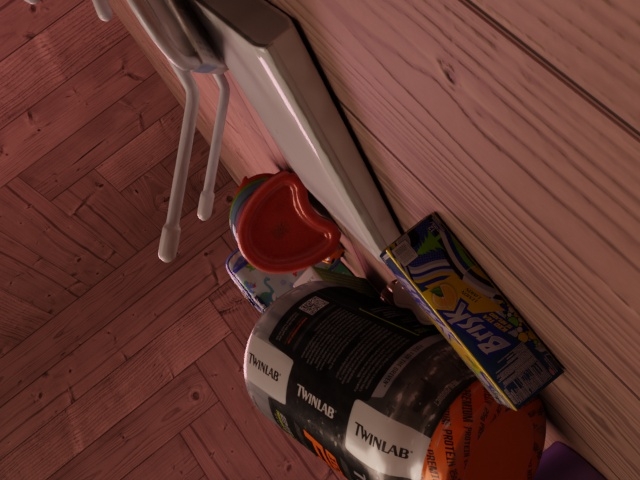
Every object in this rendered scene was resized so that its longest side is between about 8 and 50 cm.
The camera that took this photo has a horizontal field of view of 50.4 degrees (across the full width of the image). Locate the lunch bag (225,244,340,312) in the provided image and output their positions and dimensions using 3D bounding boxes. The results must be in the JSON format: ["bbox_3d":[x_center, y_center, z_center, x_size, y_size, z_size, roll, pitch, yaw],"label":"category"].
[{"bbox_3d":[-0.082,0.045,1.460,0.176,0.219,0.090,52,175,6],"label":"lunch bag"}]

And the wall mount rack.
[{"bbox_3d":[-0.163,-0.159,0.713,0.304,0.130,0.350,62,-172,-11],"label":"wall mount rack"}]

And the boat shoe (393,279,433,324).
[{"bbox_3d":[0.122,0.069,0.783,0.125,0.038,0.046,-172,85,-75],"label":"boat shoe"}]

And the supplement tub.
[{"bbox_3d":[0.076,0.185,0.808,0.338,0.207,0.207,20,152,50],"label":"supplement tub"}]

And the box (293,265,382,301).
[{"bbox_3d":[0.112,0.185,1.210,0.322,0.058,0.232,51,-163,26],"label":"box"}]

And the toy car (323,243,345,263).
[{"bbox_3d":[0.000,0.000,1.363,0.122,0.060,0.040,38,136,43],"label":"toy car"}]

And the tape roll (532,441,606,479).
[{"bbox_3d":[0.301,0.325,0.758,0.189,0.080,0.189,52,175,6],"label":"tape roll"}]

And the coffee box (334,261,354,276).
[{"bbox_3d":[0.084,0.124,1.566,0.184,0.040,0.113,47,175,48],"label":"coffee box"}]

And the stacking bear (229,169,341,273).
[{"bbox_3d":[-0.095,-0.055,1.294,0.175,0.164,0.289,53,180,-21],"label":"stacking bear"}]

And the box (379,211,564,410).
[{"bbox_3d":[0.124,0.059,0.580,0.169,0.054,0.059,52,175,5],"label":"box"}]

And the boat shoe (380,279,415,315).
[{"bbox_3d":[0.147,0.172,0.976,0.257,0.095,0.095,54,175,-24],"label":"boat shoe"}]

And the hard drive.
[{"bbox_3d":[-0.023,-0.123,0.704,0.203,0.040,0.307,47,174,43],"label":"hard drive"}]
